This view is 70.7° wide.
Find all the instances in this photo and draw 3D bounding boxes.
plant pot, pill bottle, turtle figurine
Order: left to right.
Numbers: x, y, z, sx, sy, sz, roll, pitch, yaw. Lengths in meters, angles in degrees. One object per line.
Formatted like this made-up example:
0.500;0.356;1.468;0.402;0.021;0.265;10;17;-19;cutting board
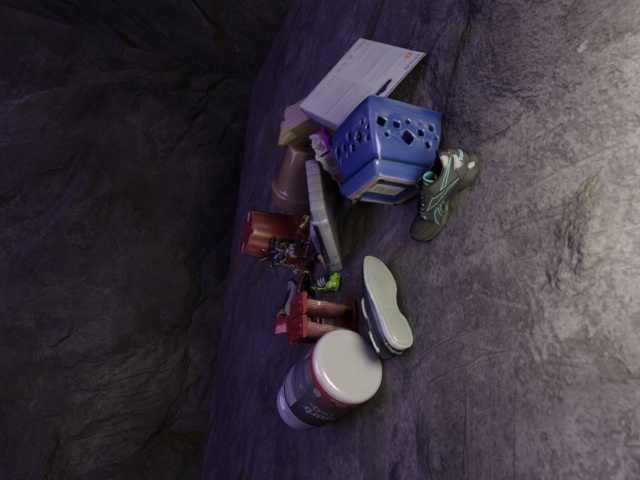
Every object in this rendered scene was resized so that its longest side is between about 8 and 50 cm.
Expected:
-0.212;-0.015;2.045;0.272;0.265;0.272;-168;90;-69;plant pot
-0.057;-0.260;1.716;0.263;0.263;0.229;-108;18;-51;plant pot
-0.033;-0.116;1.880;0.269;0.087;0.217;-94;25;-44;turtle figurine
0.010;0.431;1.347;0.363;0.210;0.210;125;149;-46;pill bottle
0.180;-0.227;1.238;0.236;0.236;0.212;149;124;-61;plant pot

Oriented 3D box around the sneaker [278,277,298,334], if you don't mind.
-0.125;0.272;1.904;0.100;0.108;0.271;122;152;-45;sneaker

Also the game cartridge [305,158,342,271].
0.012;-0.073;1.547;0.355;0.068;0.230;71;-166;-51;game cartridge

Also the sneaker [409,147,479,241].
0.274;-0.113;1.109;0.101;0.106;0.267;-109;35;-50;sneaker

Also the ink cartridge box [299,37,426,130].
0.132;-0.493;1.458;0.324;0.071;0.330;-48;46;-2;ink cartridge box

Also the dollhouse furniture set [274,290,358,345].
-0.042;0.310;1.547;0.374;0.201;0.152;136;140;-54;dollhouse furniture set

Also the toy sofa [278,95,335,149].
0.008;-0.465;1.738;0.363;0.150;0.177;-17;58;44;toy sofa

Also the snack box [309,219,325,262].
0.000;0.000;1.700;0.100;0.037;0.141;-94;-17;-50;snack box

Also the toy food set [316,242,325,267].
-0.001;0.036;1.588;0.078;0.019;0.122;71;-170;-50;toy food set

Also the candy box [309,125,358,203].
0.062;-0.255;1.534;0.071;0.233;0.159;-33;39;16;candy box

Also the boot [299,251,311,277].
-0.063;0.112;1.924;0.087;0.042;0.118;-102;33;-55;boot

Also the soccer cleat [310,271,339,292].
0.020;0.155;1.678;0.179;0.060;0.072;-14;56;59;soccer cleat

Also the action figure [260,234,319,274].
-0.112;0.056;1.854;0.276;0.141;0.164;-7;69;34;action figure

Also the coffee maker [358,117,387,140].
0.171;-0.328;1.450;0.171;0.120;0.178;156;122;-63;coffee maker

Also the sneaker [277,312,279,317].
-0.148;0.368;1.952;0.161;0.075;0.057;-117;43;-58;sneaker

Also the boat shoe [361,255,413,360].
0.158;0.178;1.239;0.091;0.114;0.302;-53;32;37;boat shoe

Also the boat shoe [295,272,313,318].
-0.066;0.229;1.820;0.073;0.073;0.207;126;148;-50;boat shoe
